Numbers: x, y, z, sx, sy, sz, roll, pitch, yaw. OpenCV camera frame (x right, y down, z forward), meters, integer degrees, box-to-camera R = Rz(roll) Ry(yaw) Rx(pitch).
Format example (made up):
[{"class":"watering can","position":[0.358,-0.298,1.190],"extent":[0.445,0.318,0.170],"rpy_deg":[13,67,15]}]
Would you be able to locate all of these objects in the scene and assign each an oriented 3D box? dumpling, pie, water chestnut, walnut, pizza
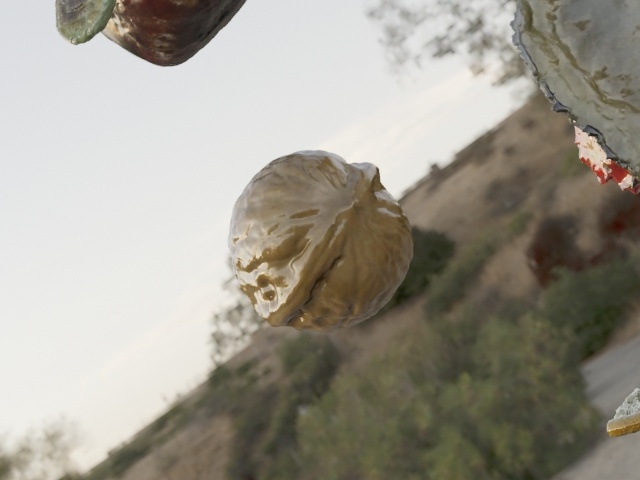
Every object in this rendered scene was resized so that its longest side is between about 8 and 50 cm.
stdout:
[{"class":"dumpling","position":[0.264,-0.184,1.381],"extent":[0.166,0.332,0.086],"rpy_deg":[-8,-24,0]},{"class":"pie","position":[-0.232,-0.229,1.394],"extent":[0.084,0.084,0.020],"rpy_deg":[-38,-35,23]},{"class":"water chestnut","position":[-0.229,-0.393,2.017],"extent":[0.244,0.289,0.289],"rpy_deg":[-31,-4,30]},{"class":"walnut","position":[0.000,0.000,1.498],"extent":[0.213,0.213,0.213],"rpy_deg":[-34,-7,-4]},{"class":"pizza","position":[0.538,0.237,2.236],"extent":[0.181,0.034,0.262],"rpy_deg":[-27,0,18]}]

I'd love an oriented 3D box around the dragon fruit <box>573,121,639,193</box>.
[{"class":"dragon fruit","position":[0.449,-0.167,1.805],"extent":[0.268,0.205,0.210],"rpy_deg":[-17,4,6]}]
